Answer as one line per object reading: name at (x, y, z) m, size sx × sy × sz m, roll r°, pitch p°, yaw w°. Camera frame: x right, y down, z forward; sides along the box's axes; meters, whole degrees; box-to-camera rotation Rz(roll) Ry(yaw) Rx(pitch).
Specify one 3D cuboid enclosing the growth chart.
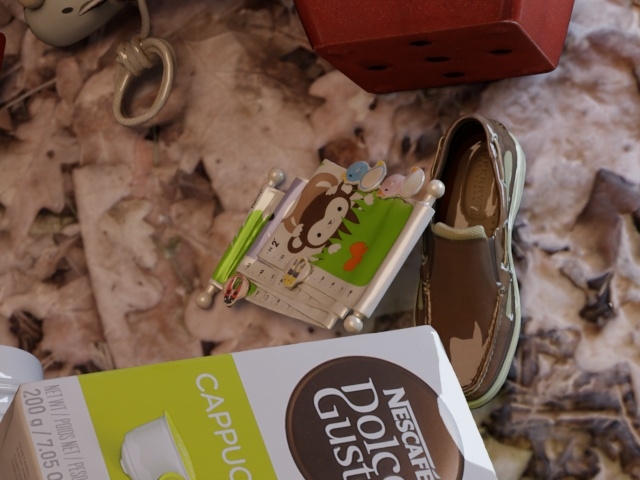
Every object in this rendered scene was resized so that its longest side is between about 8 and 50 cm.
growth chart at (0.000, 0.000, 1.687) m, size 0.237 × 0.021 × 0.172 m, roll 10°, pitch 69°, yaw 49°

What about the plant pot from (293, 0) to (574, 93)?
plant pot at (0.099, -0.268, 1.684) m, size 0.267 × 0.267 × 0.235 m, roll -7°, pitch 79°, yaw 18°

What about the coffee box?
coffee box at (-0.058, 0.300, 1.386) m, size 0.334 × 0.338 × 0.337 m, roll -6°, pitch 60°, yaw -27°

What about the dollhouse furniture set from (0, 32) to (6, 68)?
dollhouse furniture set at (-0.370, -0.168, 1.778) m, size 0.135 × 0.259 × 0.262 m, roll 12°, pitch 94°, yaw 23°

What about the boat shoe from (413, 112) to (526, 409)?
boat shoe at (0.119, 0.012, 1.641) m, size 0.095 × 0.095 × 0.257 m, roll -3°, pitch 69°, yaw 19°

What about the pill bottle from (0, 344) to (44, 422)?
pill bottle at (-0.293, 0.267, 1.637) m, size 0.188 × 0.188 × 0.334 m, roll -15°, pitch 66°, yaw 14°

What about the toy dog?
toy dog at (-0.171, -0.283, 1.772) m, size 0.333 × 0.161 × 0.220 m, roll -47°, pitch 53°, yaw 20°
